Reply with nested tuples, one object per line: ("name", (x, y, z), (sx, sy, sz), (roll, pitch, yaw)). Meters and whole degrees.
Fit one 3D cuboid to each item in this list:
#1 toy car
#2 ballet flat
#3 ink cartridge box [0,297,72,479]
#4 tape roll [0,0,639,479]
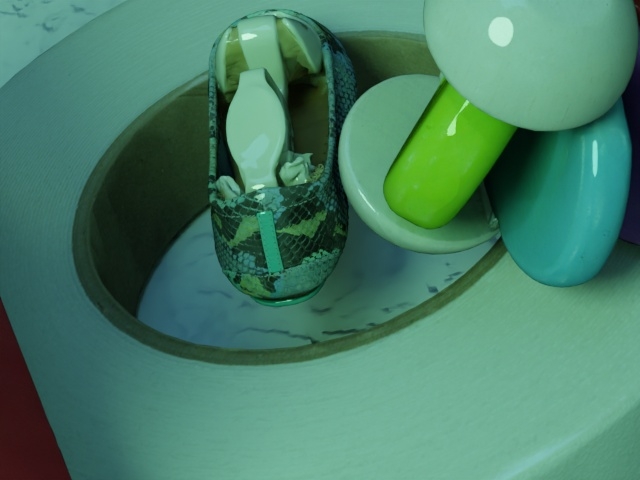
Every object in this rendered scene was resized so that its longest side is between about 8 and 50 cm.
("toy car", (0.102, -0.057, 0.660), (0.136, 0.159, 0.182), (39, 59, 2))
("ballet flat", (-0.019, -0.057, 0.738), (0.070, 0.070, 0.188), (-14, 42, 5))
("ink cartridge box", (-0.198, 0.051, 0.639), (0.272, 0.130, 0.309), (-48, 37, 11))
("tape roll", (0.000, 0.000, 0.773), (0.392, 0.072, 0.392), (-9, 42, 8))
